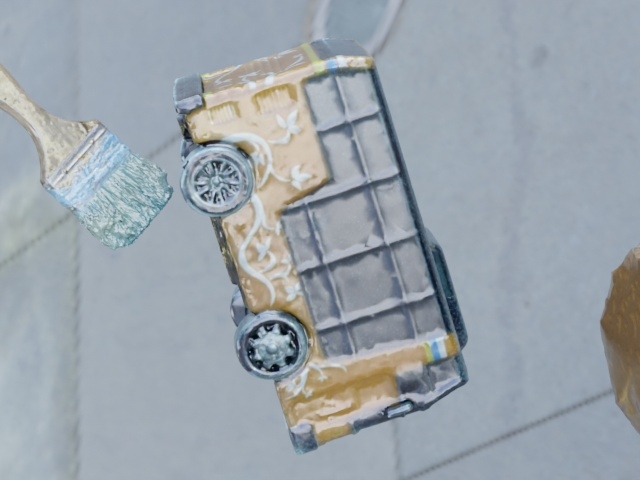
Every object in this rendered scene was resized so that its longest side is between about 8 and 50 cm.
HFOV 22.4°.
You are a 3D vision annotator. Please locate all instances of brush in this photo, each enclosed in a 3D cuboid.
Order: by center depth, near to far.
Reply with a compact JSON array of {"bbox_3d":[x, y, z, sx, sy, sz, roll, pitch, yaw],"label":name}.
[{"bbox_3d":[-0.188,-0.077,1.104,0.070,0.196,0.021,-52,14,-21],"label":"brush"}]

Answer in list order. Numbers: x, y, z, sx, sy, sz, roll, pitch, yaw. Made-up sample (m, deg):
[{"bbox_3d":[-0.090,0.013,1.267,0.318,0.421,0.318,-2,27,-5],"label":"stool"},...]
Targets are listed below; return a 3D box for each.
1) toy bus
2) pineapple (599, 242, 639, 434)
[{"bbox_3d":[0.000,0.000,1.184,0.138,0.167,0.275,-112,5,-76],"label":"toy bus"},{"bbox_3d":[0.369,0.060,1.065,0.165,0.364,0.166,176,90,-71],"label":"pineapple"}]
